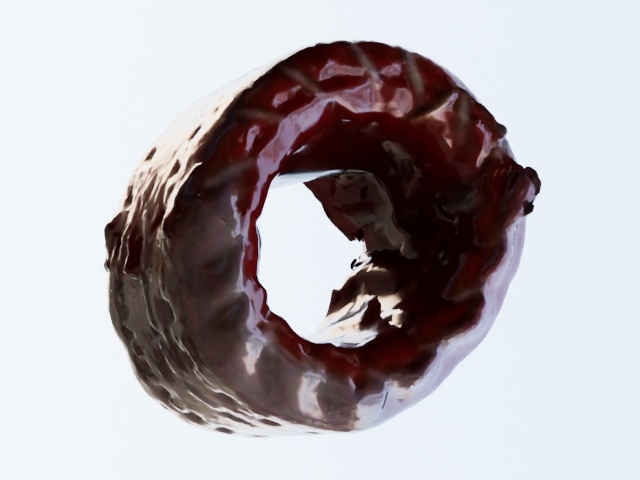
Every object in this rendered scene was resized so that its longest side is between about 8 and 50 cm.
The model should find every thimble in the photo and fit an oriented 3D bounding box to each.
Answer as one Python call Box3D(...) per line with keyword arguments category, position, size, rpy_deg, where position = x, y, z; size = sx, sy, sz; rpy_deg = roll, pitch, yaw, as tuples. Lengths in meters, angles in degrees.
Box3D(category="thimble", position=(-0.006, 0.001, 0.871), size=(0.163, 0.189, 0.125), rpy_deg=(50, -27, -12))
